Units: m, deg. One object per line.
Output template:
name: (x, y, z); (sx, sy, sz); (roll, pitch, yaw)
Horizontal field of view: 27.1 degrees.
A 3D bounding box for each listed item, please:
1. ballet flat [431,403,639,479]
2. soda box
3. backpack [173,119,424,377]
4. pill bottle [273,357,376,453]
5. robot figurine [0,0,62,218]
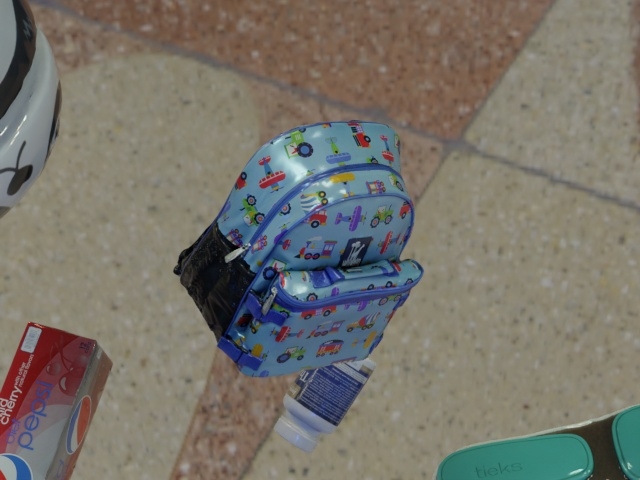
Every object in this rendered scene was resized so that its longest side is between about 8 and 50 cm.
ballet flat: (0.324, 0.265, 1.469); (0.400, 0.139, 0.139); (-12, 48, 9)
soda box: (-0.310, 0.227, 1.409); (0.083, 0.092, 0.263); (15, 70, 9)
backpack: (0.000, 0.000, 0.960); (0.158, 0.173, 0.117); (-3, 48, -38)
pill bottle: (0.002, 0.164, 1.421); (0.067, 0.067, 0.120); (32, 87, 26)
robot figurine: (-0.235, -0.111, 0.629); (0.209, 0.278, 0.173); (-18, 48, 7)
